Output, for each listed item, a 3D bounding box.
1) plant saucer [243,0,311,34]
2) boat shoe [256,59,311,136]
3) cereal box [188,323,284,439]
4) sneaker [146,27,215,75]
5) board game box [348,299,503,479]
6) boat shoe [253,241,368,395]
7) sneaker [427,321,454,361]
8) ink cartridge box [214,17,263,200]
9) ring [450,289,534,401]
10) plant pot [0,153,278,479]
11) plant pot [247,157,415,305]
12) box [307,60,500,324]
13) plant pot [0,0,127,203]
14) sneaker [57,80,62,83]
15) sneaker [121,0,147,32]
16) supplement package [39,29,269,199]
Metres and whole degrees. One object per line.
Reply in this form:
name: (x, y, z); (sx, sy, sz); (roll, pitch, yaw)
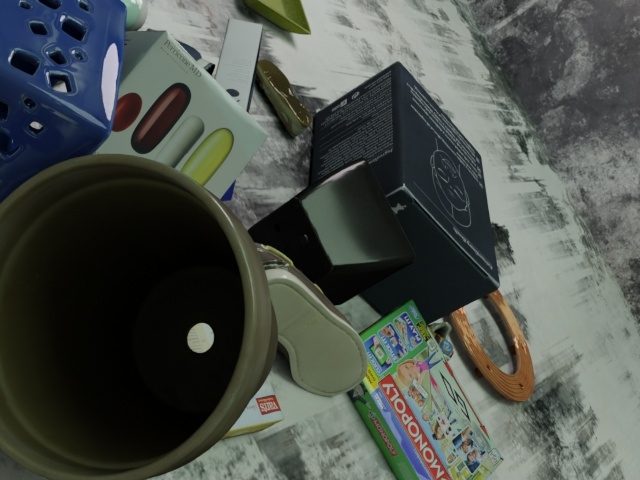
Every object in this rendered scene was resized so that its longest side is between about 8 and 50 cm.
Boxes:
plant saucer: (-0.110, -0.508, 2.123); (0.188, 0.045, 0.188); (22, 44, -52)
boat shoe: (-0.076, -0.262, 1.941); (0.153, 0.048, 0.056); (54, 38, 3)
cereal box: (-0.149, 0.141, 1.375); (0.173, 0.047, 0.240); (5, 59, -60)
sneaker: (-0.275, -0.225, 1.503); (0.131, 0.112, 0.319); (39, 26, 4)
board game box: (0.161, 0.277, 1.728); (0.213, 0.046, 0.317); (-30, 89, -50)
boat shoe: (-0.029, 0.117, 1.521); (0.324, 0.117, 0.096); (51, 7, -47)
sneaker: (0.192, 0.210, 1.863); (0.069, 0.084, 0.185); (47, 28, -24)
ink cartridge box: (-0.142, -0.185, 1.604); (0.065, 0.165, 0.332); (11, 41, -4)
ring: (0.349, 0.188, 2.229); (0.336, 0.032, 0.336); (42, 31, -33)
plant pot: (-0.179, 0.094, 1.135); (0.323, 0.323, 0.280); (67, 10, 15)
plant pot: (0.000, 0.000, 1.653); (0.167, 0.187, 0.188); (-14, 75, -51)
box: (0.151, -0.082, 1.953); (0.293, 0.212, 0.395); (44, 29, -29)
plant pot: (-0.364, -0.175, 1.132); (0.212, 0.236, 0.236); (31, 38, -33)
sneaker: (-0.384, -0.282, 1.316); (0.321, 0.127, 0.126); (3, 59, -61)
sneaker: (-0.357, -0.430, 1.553); (0.151, 0.094, 0.255); (-4, 65, -58)
supplement package: (-0.215, -0.121, 1.308); (0.194, 0.203, 0.149); (43, -15, -30)
